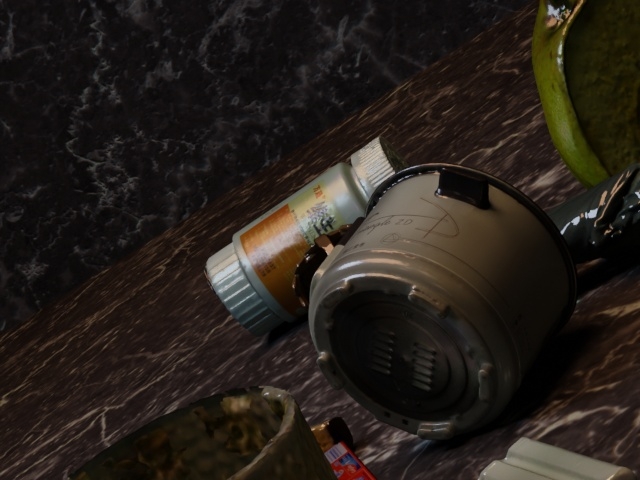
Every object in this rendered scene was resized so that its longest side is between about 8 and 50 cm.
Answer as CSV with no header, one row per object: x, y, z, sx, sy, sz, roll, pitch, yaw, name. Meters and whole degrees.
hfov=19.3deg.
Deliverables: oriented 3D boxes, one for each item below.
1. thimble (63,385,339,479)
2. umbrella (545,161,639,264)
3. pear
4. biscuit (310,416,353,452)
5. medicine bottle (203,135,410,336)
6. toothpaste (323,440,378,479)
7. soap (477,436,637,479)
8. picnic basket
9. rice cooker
-0.103,0.248,1.549,0.271,0.150,0.271,-26,14,7,thimble
0.297,-0.012,2.028,0.349,0.094,0.143,-36,28,30,umbrella
0.344,-0.214,2.326,0.238,0.255,0.164,-44,14,-12,pear
-0.049,0.255,2.088,0.188,0.052,0.056,-31,0,21,biscuit
0.000,0.000,2.716,0.318,0.158,0.158,-34,11,12,medicine bottle
0.048,0.260,1.680,0.066,0.076,0.320,-36,13,-4,toothpaste
0.175,0.224,1.493,0.119,0.066,0.198,-40,12,-12,soap
0.032,0.047,2.490,0.138,0.128,0.178,-37,1,3,picnic basket
0.125,0.054,1.907,0.241,0.280,0.227,18,44,21,rice cooker
